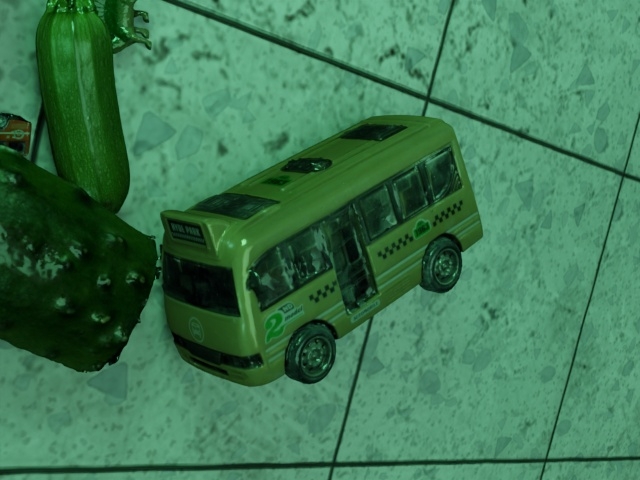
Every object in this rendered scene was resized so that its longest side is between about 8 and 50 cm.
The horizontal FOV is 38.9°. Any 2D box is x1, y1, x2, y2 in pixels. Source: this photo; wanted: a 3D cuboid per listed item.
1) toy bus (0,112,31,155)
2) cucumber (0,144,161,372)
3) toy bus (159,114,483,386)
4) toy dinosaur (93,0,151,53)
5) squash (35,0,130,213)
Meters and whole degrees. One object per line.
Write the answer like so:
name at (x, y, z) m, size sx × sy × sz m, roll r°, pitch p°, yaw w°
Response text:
toy bus at (-0.313, -0.094, 0.801) m, size 0.110 × 0.031 × 0.043 m, roll -5°, pitch 112°, yaw -40°
cucumber at (-0.288, 0.002, 0.784) m, size 0.145 × 0.105 × 0.325 m, roll -42°, pitch 128°, yaw 16°
toy bus at (0.000, 0.000, 1.002) m, size 0.365 × 0.177 × 0.201 m, roll -31°, pitch 117°, yaw -34°
toy dinosaur at (-0.193, -0.228, 0.873) m, size 0.060 × 0.029 × 0.119 m, roll -3°, pitch 102°, yaw -23°
squash at (-0.221, -0.124, 0.844) m, size 0.077 × 0.068 × 0.219 m, roll -28°, pitch 119°, yaw -55°
